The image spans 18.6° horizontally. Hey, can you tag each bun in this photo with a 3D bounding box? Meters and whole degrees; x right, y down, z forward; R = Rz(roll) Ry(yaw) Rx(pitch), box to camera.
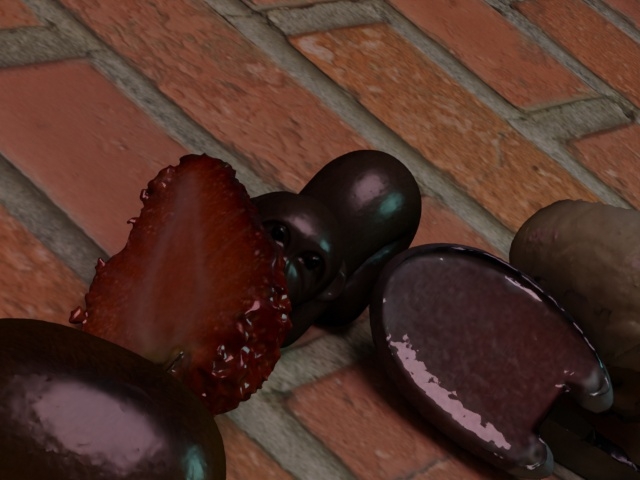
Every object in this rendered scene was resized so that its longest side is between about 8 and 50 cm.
[{"bbox_3d":[0.291,0.087,1.778,0.287,0.287,0.146,29,70,-6],"label":"bun"}]

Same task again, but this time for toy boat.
[{"bbox_3d":[0.140,0.099,1.699,0.227,0.155,0.085,42,-9,6],"label":"toy boat"}]

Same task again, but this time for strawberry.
[{"bbox_3d":[-0.091,0.056,1.532,0.175,0.107,0.236,13,54,31],"label":"strawberry"}]

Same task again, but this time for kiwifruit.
[{"bbox_3d":[-0.176,0.146,1.217,0.234,0.196,0.196,25,28,-14],"label":"kiwifruit"}]

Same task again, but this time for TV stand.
[{"bbox_3d":[0.238,0.186,1.750,0.249,0.036,0.042,31,27,-2],"label":"TV stand"}]

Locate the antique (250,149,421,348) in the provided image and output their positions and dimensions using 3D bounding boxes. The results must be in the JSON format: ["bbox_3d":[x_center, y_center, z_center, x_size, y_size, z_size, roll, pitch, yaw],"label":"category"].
[{"bbox_3d":[0.000,0.000,1.704,0.121,0.143,0.257,43,31,17],"label":"antique"}]
